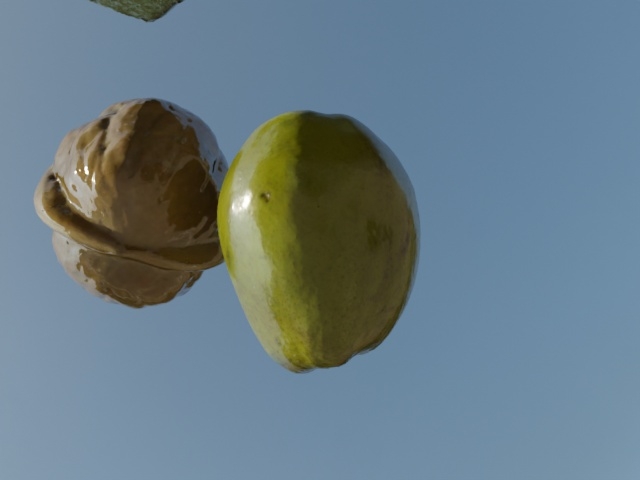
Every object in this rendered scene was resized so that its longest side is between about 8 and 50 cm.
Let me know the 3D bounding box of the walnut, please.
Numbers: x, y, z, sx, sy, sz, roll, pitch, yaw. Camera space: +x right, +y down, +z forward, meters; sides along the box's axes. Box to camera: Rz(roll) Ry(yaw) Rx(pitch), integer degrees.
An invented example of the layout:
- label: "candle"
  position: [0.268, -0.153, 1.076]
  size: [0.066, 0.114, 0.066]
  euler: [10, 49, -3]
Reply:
- label: "walnut"
  position: [-0.249, -0.049, 1.104]
  size: [0.285, 0.285, 0.296]
  euler: [2, -57, -36]

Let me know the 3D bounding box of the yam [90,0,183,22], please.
- label: "yam"
  position: [-0.232, -0.458, 1.132]
  size: [0.202, 0.271, 0.201]
  euler: [13, -103, -39]

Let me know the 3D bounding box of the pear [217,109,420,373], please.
- label: "pear"
  position: [0.000, 0.000, 0.955]
  size: [0.253, 0.253, 0.307]
  euler: [-6, -99, -32]
